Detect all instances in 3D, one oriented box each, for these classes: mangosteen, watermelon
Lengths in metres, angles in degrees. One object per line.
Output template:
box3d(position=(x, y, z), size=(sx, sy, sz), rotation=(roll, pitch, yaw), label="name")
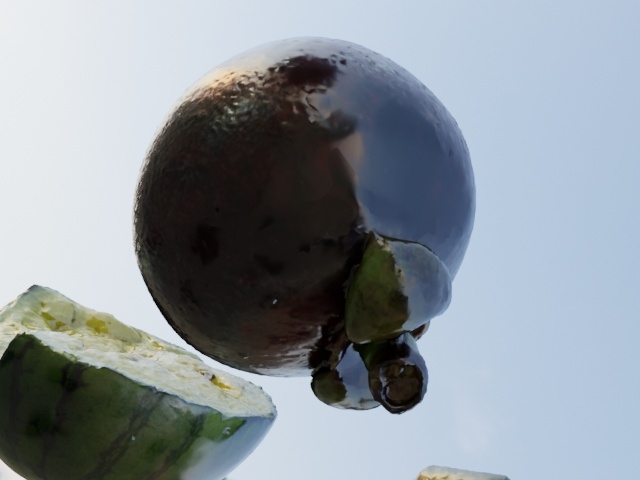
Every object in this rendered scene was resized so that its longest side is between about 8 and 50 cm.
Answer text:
box3d(position=(-0.002, -0.011, 0.560), size=(0.216, 0.216, 0.216), rotation=(37, -41, 41), label="mangosteen")
box3d(position=(-0.223, 0.183, 0.994), size=(0.331, 0.331, 0.189), rotation=(32, -86, 45), label="watermelon")

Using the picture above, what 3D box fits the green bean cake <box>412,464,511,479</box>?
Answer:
box3d(position=(0.136, 0.355, 0.884), size=(0.124, 0.233, 0.236), rotation=(-2, -42, 45), label="green bean cake")
